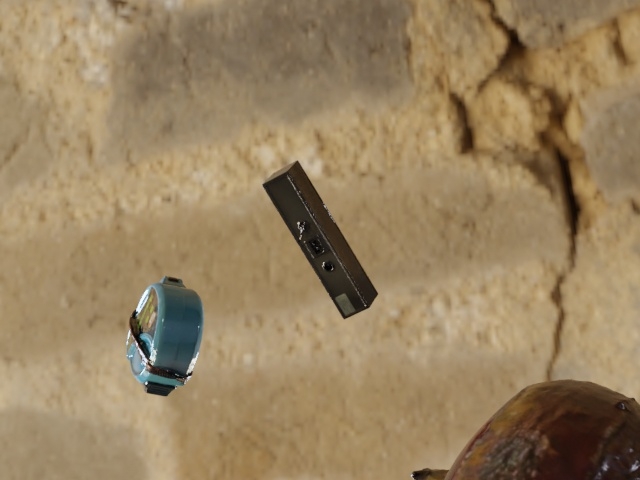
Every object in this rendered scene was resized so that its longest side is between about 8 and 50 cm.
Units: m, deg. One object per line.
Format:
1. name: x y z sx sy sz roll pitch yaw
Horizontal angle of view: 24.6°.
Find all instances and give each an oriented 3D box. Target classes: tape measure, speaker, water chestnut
1. tape measure: -0.192 0.114 1.805 0.081 0.146 0.125 13 -65 -23
2. speaker: 0.000 0.000 1.747 0.040 0.046 0.191 -26 -79 25
3. water chestnut: 0.216 0.307 1.501 0.302 0.350 0.350 22 -29 30
